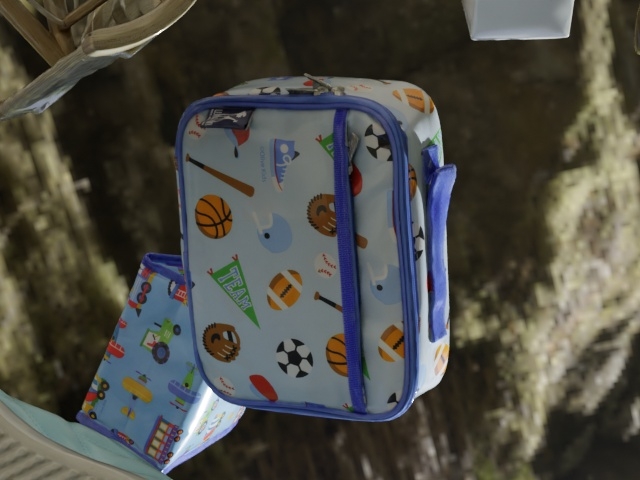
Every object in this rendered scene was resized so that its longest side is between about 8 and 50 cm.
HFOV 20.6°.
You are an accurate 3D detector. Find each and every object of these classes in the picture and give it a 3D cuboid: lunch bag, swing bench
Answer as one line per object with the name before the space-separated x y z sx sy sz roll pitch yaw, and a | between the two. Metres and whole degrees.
lunch bag | -0.120 0.135 2.096 0.138 0.221 0.293 31 -164 24
swing bench | -0.205 -0.251 1.371 0.165 0.255 0.253 -30 -173 -29
lunch bag | 0.000 0.000 1.521 0.243 0.303 0.115 5 -162 30

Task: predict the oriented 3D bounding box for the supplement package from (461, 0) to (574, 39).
supplement package | 0.202 -0.304 1.773 0.105 0.179 0.105 -2 -139 -5

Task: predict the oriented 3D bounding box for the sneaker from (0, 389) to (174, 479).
sneaker | -0.243 0.191 1.401 0.366 0.135 0.150 29 178 20

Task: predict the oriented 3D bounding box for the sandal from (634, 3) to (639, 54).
sandal | 0.306 -0.239 1.499 0.049 0.180 0.072 16 -150 15
